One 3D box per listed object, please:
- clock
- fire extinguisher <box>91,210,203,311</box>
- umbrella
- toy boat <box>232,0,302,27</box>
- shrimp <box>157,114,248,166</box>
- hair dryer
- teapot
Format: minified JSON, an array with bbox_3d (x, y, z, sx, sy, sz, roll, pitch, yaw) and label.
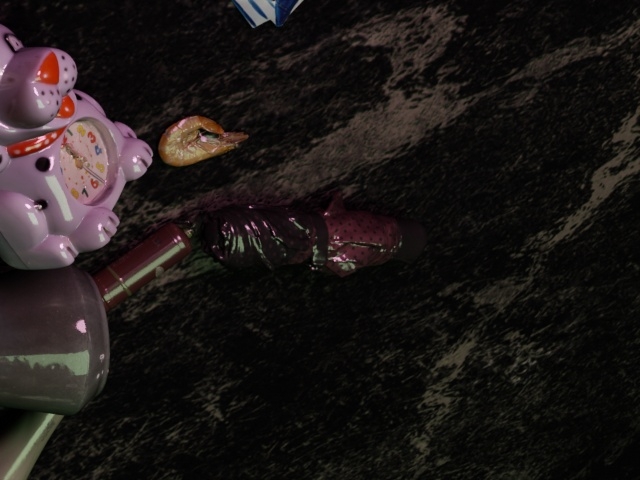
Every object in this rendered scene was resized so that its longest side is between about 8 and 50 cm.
[{"bbox_3d":[-0.296,-0.118,1.684,0.189,0.189,0.254,-35,132,-7],"label":"clock"},{"bbox_3d":[-0.194,0.024,1.972,0.157,0.045,0.078,-36,168,-6],"label":"fire extinguisher"},{"bbox_3d":[0.000,0.000,2.062,0.326,0.094,0.090,3,138,-38],"label":"umbrella"},{"bbox_3d":[0.020,-0.334,1.820,0.291,0.067,0.220,-40,141,17],"label":"toy boat"},{"bbox_3d":[-0.128,-0.114,1.912,0.108,0.023,0.059,-19,127,-25],"label":"shrimp"},{"bbox_3d":[-0.393,0.228,1.993,0.219,0.088,0.225,-37,125,-15],"label":"hair dryer"},{"bbox_3d":[-0.350,0.092,1.835,0.225,0.171,0.203,-4,97,-27],"label":"teapot"}]
